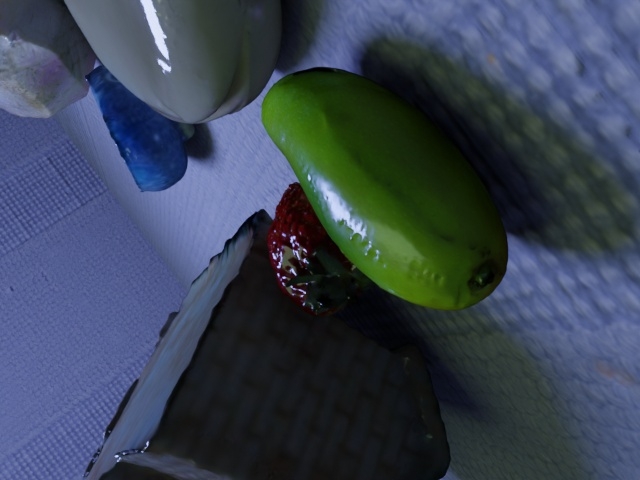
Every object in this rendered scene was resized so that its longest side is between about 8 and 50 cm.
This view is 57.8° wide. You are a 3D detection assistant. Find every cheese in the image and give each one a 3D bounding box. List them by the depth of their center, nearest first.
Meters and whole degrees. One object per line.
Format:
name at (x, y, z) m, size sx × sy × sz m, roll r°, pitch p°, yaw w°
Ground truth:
cheese at (-0.145, -0.230, 0.505) m, size 0.266 × 0.127 × 0.233 m, roll 46°, pitch 160°, yaw 15°

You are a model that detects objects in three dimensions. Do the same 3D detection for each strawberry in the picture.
strawberry at (0.005, 0.005, 0.598) m, size 0.131 × 0.131 × 0.148 m, roll 63°, pitch -177°, yaw -27°

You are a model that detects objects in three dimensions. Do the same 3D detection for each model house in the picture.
model house at (-0.046, 0.240, 0.817) m, size 0.400 × 0.395 × 0.445 m, roll 33°, pitch 146°, yaw -12°

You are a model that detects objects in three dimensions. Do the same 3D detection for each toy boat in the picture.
toy boat at (-0.293, -0.200, 0.981) m, size 0.330 × 0.123 × 0.215 m, roll 41°, pitch 153°, yaw 62°

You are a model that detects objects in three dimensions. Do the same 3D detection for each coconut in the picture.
coconut at (-0.542, -0.362, 1.063) m, size 0.259 × 0.259 × 0.259 m, roll 45°, pitch 160°, yaw 21°

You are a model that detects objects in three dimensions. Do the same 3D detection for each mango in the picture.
mango at (0.042, -0.043, 0.428) m, size 0.233 × 0.111 × 0.125 m, roll 44°, pitch 155°, yaw 27°
